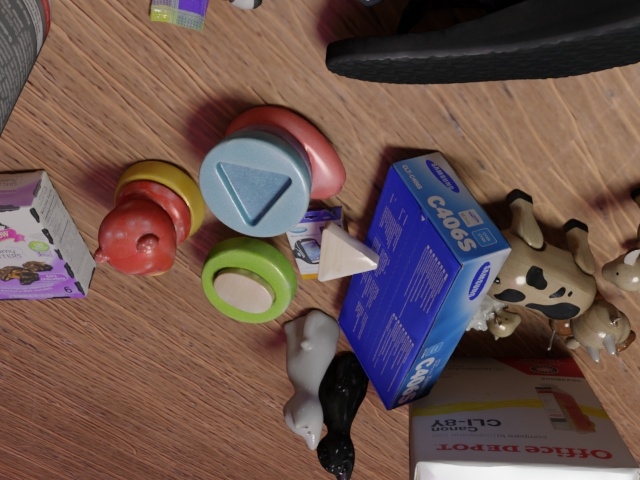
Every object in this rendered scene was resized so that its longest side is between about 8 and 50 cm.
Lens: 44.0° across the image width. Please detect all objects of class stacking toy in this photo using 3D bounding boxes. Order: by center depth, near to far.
[{"bbox_3d":[-0.102,0.007,0.975,0.309,0.130,0.279,-25,115,28],"label":"stacking toy"}]

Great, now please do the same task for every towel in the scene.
[{"bbox_3d":[-0.144,-0.254,0.814,0.060,0.009,0.083,12,139,-11],"label":"towel"}]

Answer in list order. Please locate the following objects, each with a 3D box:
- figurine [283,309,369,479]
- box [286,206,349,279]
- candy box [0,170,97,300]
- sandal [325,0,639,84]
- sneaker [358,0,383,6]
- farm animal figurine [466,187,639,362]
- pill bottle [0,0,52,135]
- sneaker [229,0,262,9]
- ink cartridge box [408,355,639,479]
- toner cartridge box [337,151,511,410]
[{"bbox_3d":[0.005,0.250,1.243,0.092,0.209,0.215,-13,136,19],"label":"figurine"},{"bbox_3d":[0.000,0.000,1.090,0.081,0.028,0.136,-5,137,11],"label":"box"},{"bbox_3d":[-0.426,-0.001,1.090,0.165,0.070,0.196,-3,140,8],"label":"candy box"},{"bbox_3d":[0.206,-0.214,0.726,0.446,0.107,0.168,-2,178,35],"label":"sandal"},{"bbox_3d":[0.043,-0.308,0.682,0.098,0.083,0.223,-15,136,14],"label":"sneaker"},{"bbox_3d":[0.338,0.050,1.007,0.327,0.172,0.330,11,139,-8],"label":"farm animal figurine"},{"bbox_3d":[-0.388,-0.134,0.704,0.210,0.362,0.210,2,139,2],"label":"pill bottle"},{"bbox_3d":[-0.141,-0.317,0.670,0.163,0.106,0.281,2,141,8],"label":"sneaker"},{"bbox_3d":[0.268,0.305,1.143,0.279,0.384,0.160,0,102,5],"label":"ink cartridge box"},{"bbox_3d":[0.120,0.066,1.042,0.075,0.165,0.347,-16,147,-24],"label":"toner cartridge box"}]
